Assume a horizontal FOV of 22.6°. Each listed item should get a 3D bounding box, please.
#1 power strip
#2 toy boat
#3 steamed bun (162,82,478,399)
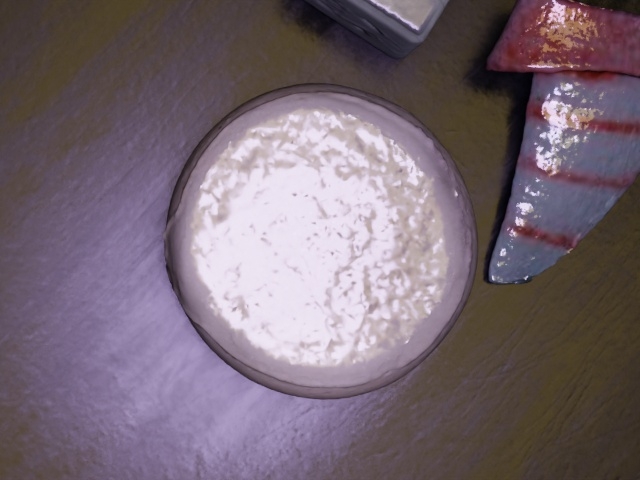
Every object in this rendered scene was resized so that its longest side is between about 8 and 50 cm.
[{"bbox_3d":[0.085,-0.303,1.492,0.140,0.139,0.224,31,86,-3],"label":"power strip"},{"bbox_3d":[0.240,-0.087,1.538,0.206,0.096,0.282,10,96,-20],"label":"toy boat"},{"bbox_3d":[0.000,0.000,1.455,0.282,0.177,0.283,0,91,-4],"label":"steamed bun"}]
